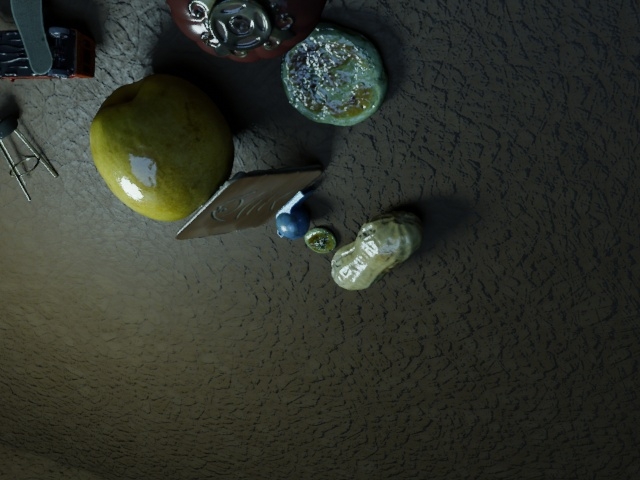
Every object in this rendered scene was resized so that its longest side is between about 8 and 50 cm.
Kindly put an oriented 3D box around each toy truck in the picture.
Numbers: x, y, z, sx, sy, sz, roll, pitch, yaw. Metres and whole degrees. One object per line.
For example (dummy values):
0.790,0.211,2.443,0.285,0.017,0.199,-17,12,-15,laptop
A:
-0.629,-0.405,1.782,0.252,0.114,0.108,3,93,16,toy truck

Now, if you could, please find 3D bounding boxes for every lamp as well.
-0.135,-0.467,1.460,0.302,0.257,0.303,2,143,2,lamp

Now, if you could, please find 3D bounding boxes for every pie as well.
0.002,0.001,2.012,0.084,0.021,0.084,10,134,11,pie
0.023,-0.340,1.674,0.240,0.054,0.241,9,131,11,pie

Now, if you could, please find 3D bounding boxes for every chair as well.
-0.768,-0.217,2.031,0.095,0.104,0.222,12,139,31,chair

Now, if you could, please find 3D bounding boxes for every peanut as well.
0.128,0.027,1.922,0.130,0.130,0.290,34,133,-13,peanut

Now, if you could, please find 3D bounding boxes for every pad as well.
-0.165,-0.084,1.851,0.286,0.284,0.018,-39,71,39,pad

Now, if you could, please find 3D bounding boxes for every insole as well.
-0.615,-0.464,1.713,0.080,0.003,0.232,-13,89,17,insole

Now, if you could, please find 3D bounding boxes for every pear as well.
-0.341,-0.202,1.757,0.314,0.314,0.314,10,133,10,pear

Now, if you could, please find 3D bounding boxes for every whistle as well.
-0.055,-0.054,1.939,0.090,0.090,0.158,37,131,-16,whistle
